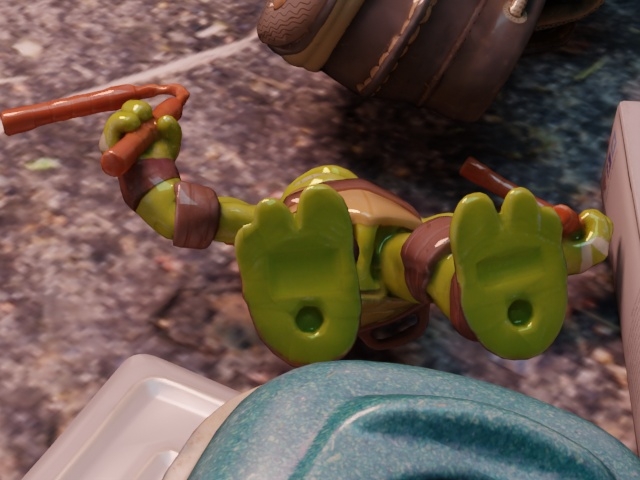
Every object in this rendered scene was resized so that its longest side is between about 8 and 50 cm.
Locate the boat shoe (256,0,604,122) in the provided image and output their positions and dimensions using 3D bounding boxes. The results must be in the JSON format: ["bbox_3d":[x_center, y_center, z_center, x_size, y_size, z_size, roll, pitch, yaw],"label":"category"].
[{"bbox_3d":[0.093,-0.155,0.807,0.130,0.132,0.355,38,42,2],"label":"boat shoe"}]

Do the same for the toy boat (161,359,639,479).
[{"bbox_3d":[-0.035,0.122,0.393,0.318,0.148,0.267,12,46,-7],"label":"toy boat"}]

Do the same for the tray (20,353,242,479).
[{"bbox_3d":[-0.075,0.136,0.508,0.145,0.030,0.270,19,43,20],"label":"tray"}]

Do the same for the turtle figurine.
[{"bbox_3d":[0.000,0.000,0.599,0.269,0.087,0.217,14,6,-9],"label":"turtle figurine"}]

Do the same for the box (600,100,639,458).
[{"bbox_3d":[0.237,0.065,0.583,0.232,0.058,0.322,3,42,1],"label":"box"}]
